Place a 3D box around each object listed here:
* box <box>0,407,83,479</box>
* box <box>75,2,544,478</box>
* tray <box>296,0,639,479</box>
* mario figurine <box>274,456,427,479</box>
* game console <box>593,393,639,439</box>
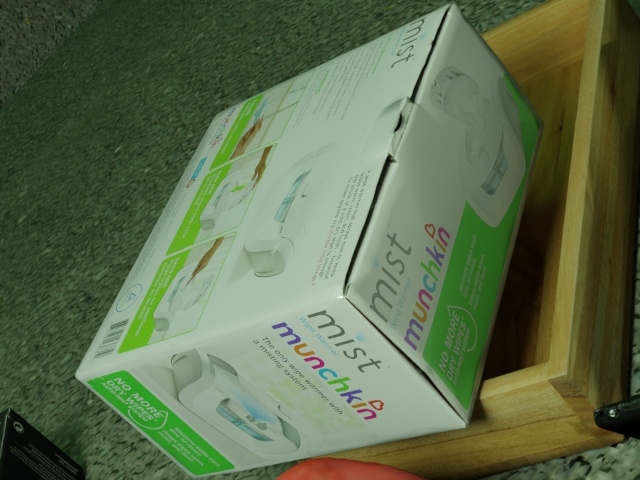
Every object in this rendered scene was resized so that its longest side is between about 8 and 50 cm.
[{"bbox_3d":[-0.331,0.292,0.967,0.261,0.103,0.184,-36,25,13],"label":"box"},{"bbox_3d":[0.000,0.000,0.755,0.231,0.127,0.262,-19,35,37],"label":"box"},{"bbox_3d":[0.122,-0.015,0.833,0.203,0.076,0.411,-23,34,34],"label":"tray"},{"bbox_3d":[-0.015,0.238,0.645,0.320,0.170,0.198,-35,62,38],"label":"mario figurine"},{"bbox_3d":[0.213,0.058,0.610,0.122,0.107,0.071,-25,60,33],"label":"game console"}]
